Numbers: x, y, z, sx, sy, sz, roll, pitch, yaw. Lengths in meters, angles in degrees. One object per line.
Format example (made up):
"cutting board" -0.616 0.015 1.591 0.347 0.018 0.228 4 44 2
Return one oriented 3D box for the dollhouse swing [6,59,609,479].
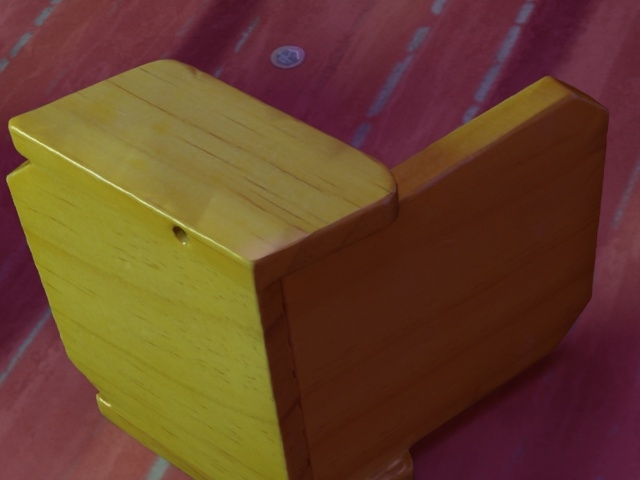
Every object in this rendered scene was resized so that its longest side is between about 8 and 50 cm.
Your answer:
"dollhouse swing" 0.000 0.000 1.103 0.315 0.347 0.305 29 58 28
